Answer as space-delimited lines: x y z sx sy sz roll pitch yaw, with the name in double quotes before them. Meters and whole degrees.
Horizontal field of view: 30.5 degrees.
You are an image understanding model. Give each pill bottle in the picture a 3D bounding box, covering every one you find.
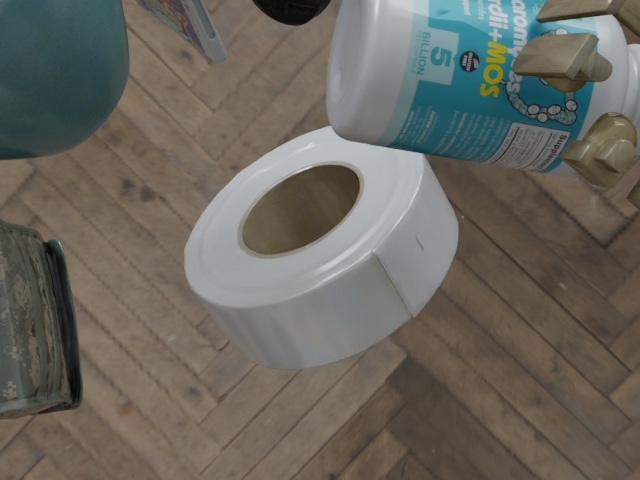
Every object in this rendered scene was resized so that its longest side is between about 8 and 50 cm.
"pill bottle" 0.146 -0.134 0.956 0.264 0.146 0.146 8 92 -13

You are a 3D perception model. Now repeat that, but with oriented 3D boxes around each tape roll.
"tape roll" 0.000 0.000 1.248 0.286 0.286 0.100 -27 123 7

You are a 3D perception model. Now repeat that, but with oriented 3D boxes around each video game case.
"video game case" -0.220 -0.349 1.602 0.023 0.183 0.201 -42 56 -13

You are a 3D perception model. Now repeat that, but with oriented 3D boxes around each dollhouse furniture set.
"dollhouse furniture set" 0.224 -0.106 0.847 0.151 0.123 0.144 35 90 -15

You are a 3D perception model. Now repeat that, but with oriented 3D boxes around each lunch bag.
"lunch bag" -0.400 0.109 1.492 0.169 0.287 0.235 -10 83 5

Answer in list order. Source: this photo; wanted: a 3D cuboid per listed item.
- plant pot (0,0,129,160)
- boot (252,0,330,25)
"plant pot" -0.298 -0.191 1.132 0.290 0.195 0.290 -23 48 28
"boot" 0.033 -0.425 1.264 0.131 0.260 0.348 27 132 26
